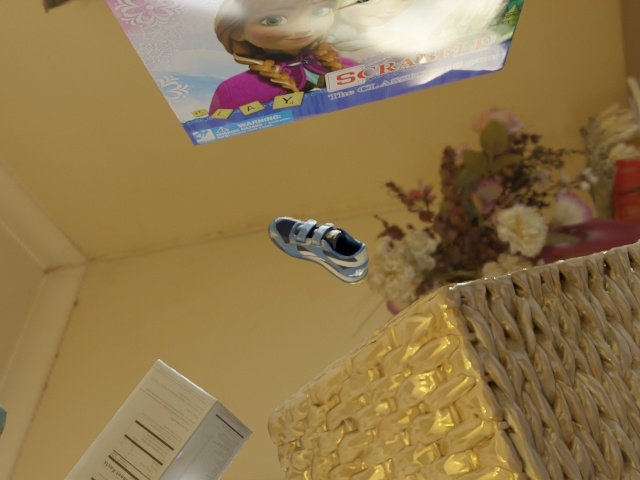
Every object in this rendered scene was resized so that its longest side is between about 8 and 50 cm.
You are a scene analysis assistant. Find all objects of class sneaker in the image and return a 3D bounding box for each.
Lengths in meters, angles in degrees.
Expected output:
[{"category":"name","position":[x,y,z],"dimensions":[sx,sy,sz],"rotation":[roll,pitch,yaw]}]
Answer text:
[{"category":"sneaker","position":[0.000,0.000,0.985],"dimensions":[0.059,0.144,0.053],"rotation":[100,-163,-53]}]

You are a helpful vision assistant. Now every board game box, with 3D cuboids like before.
[{"category":"board game box","position":[0.008,-0.198,0.605],"dimensions":[0.318,0.318,0.066],"rotation":[71,-175,-74]}]

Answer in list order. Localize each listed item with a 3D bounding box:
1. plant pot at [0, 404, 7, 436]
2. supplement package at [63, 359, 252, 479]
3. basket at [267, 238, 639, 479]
[{"category":"plant pot","position":[-0.482,0.215,0.640],"dimensions":[0.247,0.252,0.248],"rotation":[48,-150,-29]},{"category":"supplement package","position":[-0.240,0.325,1.102],"dimensions":[0.244,0.134,0.139],"rotation":[-53,-35,-18]},{"category":"basket","position":[0.160,0.213,0.619],"dimensions":[0.266,0.331,0.328],"rotation":[-6,-114,-32]}]
